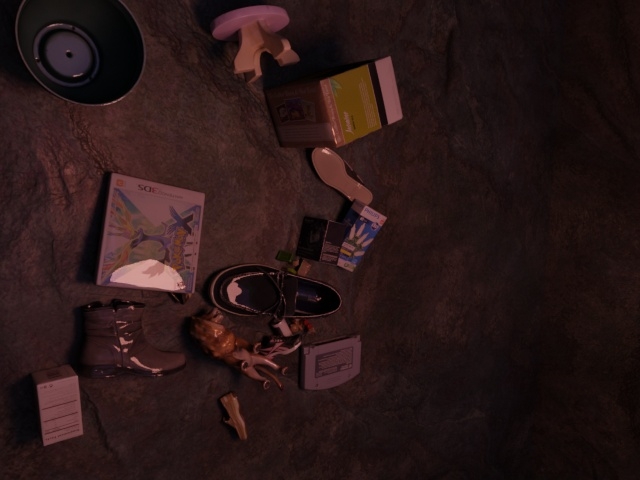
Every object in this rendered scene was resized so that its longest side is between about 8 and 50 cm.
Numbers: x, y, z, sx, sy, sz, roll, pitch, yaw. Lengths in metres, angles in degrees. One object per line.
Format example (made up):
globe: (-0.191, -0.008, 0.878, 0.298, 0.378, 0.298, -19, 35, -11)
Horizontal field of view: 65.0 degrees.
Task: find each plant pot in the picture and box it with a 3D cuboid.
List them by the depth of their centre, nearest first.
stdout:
plant pot: (-0.626, -0.487, 1.285, 0.293, 0.196, 0.293, -8, 102, -38)

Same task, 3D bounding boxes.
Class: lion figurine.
lion figurine: (-0.282, 0.395, 1.725, 0.142, 0.240, 0.392, -57, 141, -29)

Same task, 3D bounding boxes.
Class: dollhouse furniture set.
dollhouse furniture set: (-0.103, 0.093, 1.906, 0.151, 0.058, 0.076, 47, 60, -54)

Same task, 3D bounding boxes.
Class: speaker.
speaker: (-0.137, 0.352, 1.902, 0.055, 0.055, 0.136, -38, 119, -27)

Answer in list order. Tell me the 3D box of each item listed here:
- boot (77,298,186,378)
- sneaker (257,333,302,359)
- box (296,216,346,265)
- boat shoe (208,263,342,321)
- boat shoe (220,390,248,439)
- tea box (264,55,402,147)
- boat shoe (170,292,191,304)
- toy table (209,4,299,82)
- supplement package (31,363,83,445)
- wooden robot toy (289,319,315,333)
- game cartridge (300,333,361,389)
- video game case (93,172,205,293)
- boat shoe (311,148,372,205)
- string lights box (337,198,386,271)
boot: (-0.554, 0.296, 1.533, 0.338, 0.118, 0.222, 9, 87, -43)
sneaker: (-0.155, 0.379, 1.847, 0.178, 0.072, 0.077, -24, 104, 2)
box: (0.000, 0.000, 1.886, 0.093, 0.156, 0.158, 14, 89, -38)
boat shoe: (-0.144, 0.188, 1.776, 0.500, 0.156, 0.187, 11, 83, -27)
boat shoe: (-0.317, 0.639, 1.811, 0.072, 0.068, 0.190, -19, 100, -22)
tea box: (0.043, -0.471, 1.730, 0.323, 0.329, 0.220, -28, 114, -30)
boat shoe: (-0.467, 0.143, 1.599, 0.152, 0.056, 0.049, 55, 31, -31)
toy table: (-0.198, -0.623, 1.592, 0.274, 0.252, 0.161, -22, 94, -25)
supplement package: (-0.740, 0.459, 1.413, 0.105, 0.105, 0.179, -8, 103, -37)
wooden robot toy: (-0.090, 0.322, 1.929, 0.079, 0.076, 0.173, -44, 122, -11)
game cartridge: (0.042, 0.505, 2.072, 0.297, 0.062, 0.198, -4, 104, -38)
video game case: (-0.507, -0.013, 1.524, 0.300, 0.036, 0.329, 11, 80, -39)
boat shoe: (0.073, -0.254, 1.956, 0.112, 0.095, 0.335, -43, 122, 10)
string lights box: (0.133, -0.019, 1.991, 0.133, 0.077, 0.259, 25, 101, -38)
